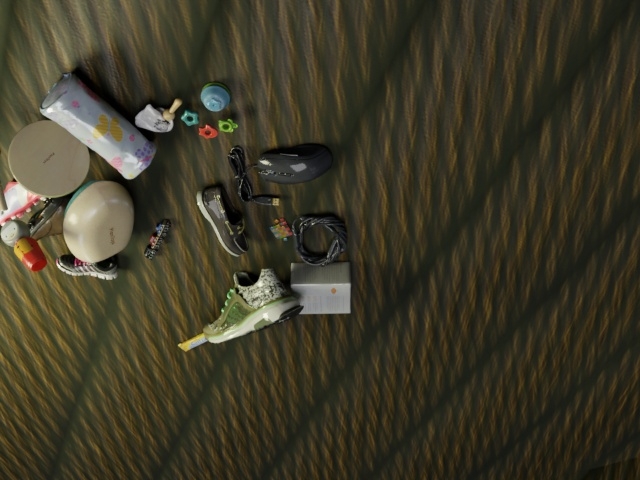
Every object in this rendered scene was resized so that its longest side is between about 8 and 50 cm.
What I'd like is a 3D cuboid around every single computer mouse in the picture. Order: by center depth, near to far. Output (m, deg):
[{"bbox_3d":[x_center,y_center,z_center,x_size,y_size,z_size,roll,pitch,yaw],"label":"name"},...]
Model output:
[{"bbox_3d":[-0.099,-0.151,1.791,0.261,0.060,0.184,-2,133,1],"label":"computer mouse"}]

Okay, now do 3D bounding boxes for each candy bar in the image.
[{"bbox_3d":[-0.381,0.315,2.265,0.161,0.018,0.040,-25,129,23],"label":"candy bar"}]

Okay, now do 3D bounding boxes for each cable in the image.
[{"bbox_3d":[0.000,0.000,1.955,0.150,0.047,0.185,-9,131,1],"label":"cable"}]

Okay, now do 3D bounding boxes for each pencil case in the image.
[{"bbox_3d":[-0.510,-0.259,1.642,0.273,0.113,0.124,41,163,-33],"label":"pencil case"}]

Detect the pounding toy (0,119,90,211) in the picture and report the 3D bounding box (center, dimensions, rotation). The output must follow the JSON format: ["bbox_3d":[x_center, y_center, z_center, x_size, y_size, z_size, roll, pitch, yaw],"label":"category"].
[{"bbox_3d":[-0.683,-0.184,1.709,0.236,0.110,0.183,-22,101,-25],"label":"pounding toy"}]

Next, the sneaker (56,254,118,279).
[{"bbox_3d":[-0.647,0.059,1.987,0.170,0.063,0.075,12,133,-19],"label":"sneaker"}]

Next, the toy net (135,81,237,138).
[{"bbox_3d":[-0.317,-0.293,1.667,0.232,0.045,0.122,-9,135,10],"label":"toy net"}]

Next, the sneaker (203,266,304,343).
[{"bbox_3d":[-0.216,0.182,2.080,0.158,0.182,0.410,-12,170,-46],"label":"sneaker"}]

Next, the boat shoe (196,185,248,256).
[{"bbox_3d":[-0.242,-0.048,1.874,0.068,0.081,0.228,-15,130,19],"label":"boat shoe"}]

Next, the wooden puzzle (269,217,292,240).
[{"bbox_3d":[-0.107,-0.028,1.946,0.049,0.006,0.083,-18,131,16],"label":"wooden puzzle"}]

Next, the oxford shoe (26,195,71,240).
[{"bbox_3d":[-0.718,-0.036,1.881,0.096,0.083,0.227,32,127,-33],"label":"oxford shoe"}]

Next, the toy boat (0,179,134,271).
[{"bbox_3d":[-0.623,-0.040,1.781,0.318,0.148,0.267,-28,153,-35],"label":"toy boat"}]

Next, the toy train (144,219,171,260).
[{"bbox_3d":[-0.451,-0.003,1.954,0.036,0.027,0.158,28,129,-11],"label":"toy train"}]

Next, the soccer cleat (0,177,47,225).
[{"bbox_3d":[-0.783,-0.110,1.823,0.248,0.083,0.095,-25,100,28],"label":"soccer cleat"}]

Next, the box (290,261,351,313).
[{"bbox_3d":[0.002,0.137,2.047,0.170,0.091,0.130,-1,134,1],"label":"box"}]
